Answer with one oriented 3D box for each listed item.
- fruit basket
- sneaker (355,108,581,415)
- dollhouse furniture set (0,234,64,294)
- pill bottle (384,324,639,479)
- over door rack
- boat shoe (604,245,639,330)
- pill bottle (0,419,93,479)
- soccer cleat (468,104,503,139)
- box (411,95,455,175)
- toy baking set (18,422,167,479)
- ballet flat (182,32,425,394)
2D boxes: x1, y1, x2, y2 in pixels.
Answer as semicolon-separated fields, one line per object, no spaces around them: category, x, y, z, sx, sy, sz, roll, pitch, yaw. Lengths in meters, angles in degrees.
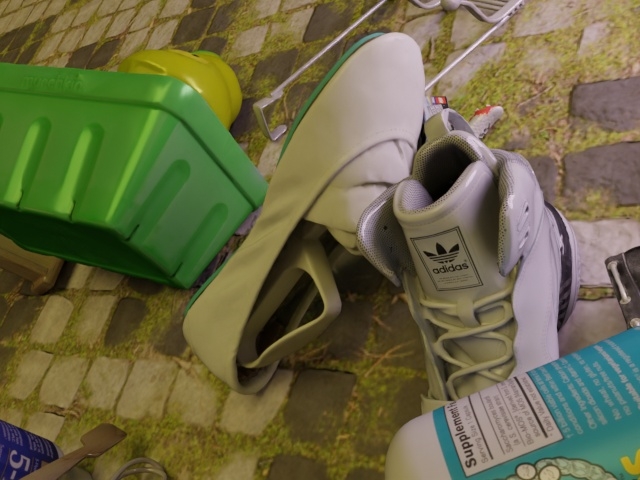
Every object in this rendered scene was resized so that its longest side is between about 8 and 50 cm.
fruit basket;-0.238;-0.147;0.923;0.391;0.283;0.392;-10;60;17
sneaker;0.110;0.083;0.532;0.137;0.210;0.366;-9;54;32
dollhouse furniture set;-0.582;-0.008;1.173;0.394;0.256;0.362;-26;42;49
pill bottle;0.136;0.141;0.383;0.263;0.146;0.146;-25;46;8
over door rack;0.072;-0.245;0.882;0.324;0.108;0.239;-51;43;-6
boat shoe;0.252;0.095;0.519;0.070;0.078;0.219;-17;42;26
pill bottle;-0.337;0.255;0.760;0.111;0.186;0.112;-20;49;25
soccer cleat;0.163;-0.113;0.773;0.083;0.029;0.036;-32;54;18
box;0.107;-0.058;0.698;0.027;0.137;0.094;-2;51;-3
toy baking set;-0.213;0.270;0.670;0.256;0.196;0.030;40;117;44
ballet flat;0.000;0.000;0.690;0.400;0.139;0.139;-54;38;27
